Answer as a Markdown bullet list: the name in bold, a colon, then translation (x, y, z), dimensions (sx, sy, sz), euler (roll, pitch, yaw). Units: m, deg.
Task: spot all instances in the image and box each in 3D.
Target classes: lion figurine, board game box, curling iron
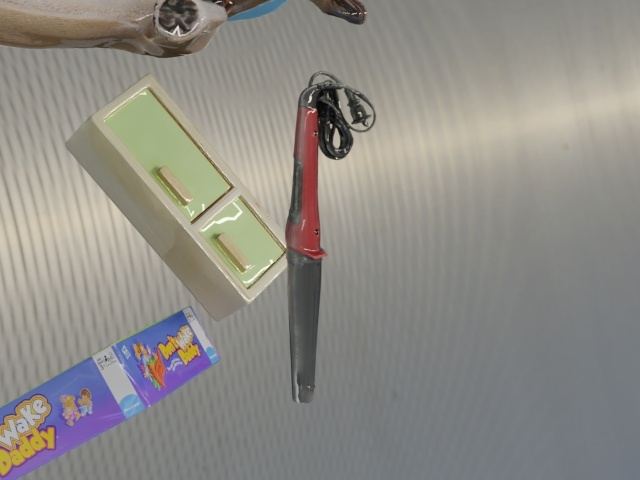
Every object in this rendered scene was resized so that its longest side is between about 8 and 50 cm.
- **lion figurine**: translation (-0.183, -0.182, 0.837), dimensions (0.392, 0.240, 0.142), euler (13, 83, -15)
- **board game box**: translation (-0.310, 0.205, 1.364), dimensions (0.078, 0.347, 0.233), euler (61, 15, 1)
- **curling iron**: translation (0.000, 0.000, 0.966), dimensions (0.068, 0.035, 0.274), euler (4, 95, -22)

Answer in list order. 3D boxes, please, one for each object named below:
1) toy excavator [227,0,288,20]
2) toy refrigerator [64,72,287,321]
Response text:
- **toy excavator**: translation (-0.041, -0.388, 1.412), dimensions (0.445, 0.433, 0.222), euler (10, 64, -34)
- **toy refrigerator**: translation (-0.155, -0.048, 1.349), dimensions (0.269, 0.094, 0.102), euler (51, 54, -7)
